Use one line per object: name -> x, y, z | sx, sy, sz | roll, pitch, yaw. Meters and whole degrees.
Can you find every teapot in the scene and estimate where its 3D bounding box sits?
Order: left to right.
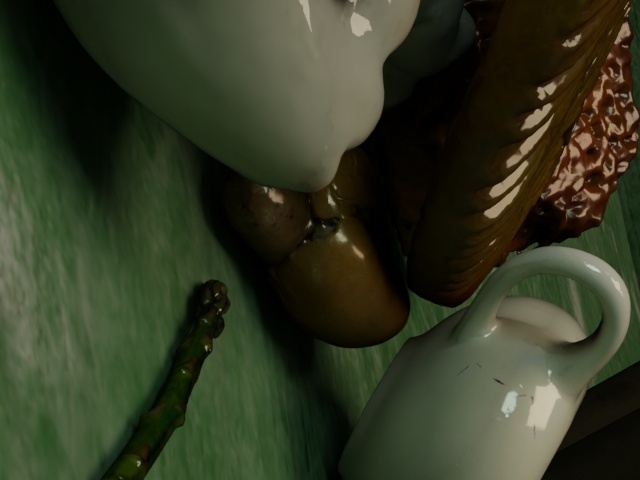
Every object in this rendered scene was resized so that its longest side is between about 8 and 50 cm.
teapot -> 0.065, 0.083, 0.736 | 0.145, 0.092, 0.226 | -57, 170, -46

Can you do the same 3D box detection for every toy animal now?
toy animal -> -0.002, -0.163, 0.654 | 0.357, 0.193, 0.258 | -49, 134, -64

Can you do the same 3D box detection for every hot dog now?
hot dog -> 0.001, 0.002, 0.726 | 0.140, 0.060, 0.090 | 49, 27, -81

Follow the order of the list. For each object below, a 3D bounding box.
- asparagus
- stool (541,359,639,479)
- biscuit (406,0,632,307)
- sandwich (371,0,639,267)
asparagus -> -0.046, 0.046, 0.573 | 0.016, 0.016, 0.163 | 52, 20, -12
stool -> 0.166, 0.168, 0.942 | 0.272, 0.178, 0.272 | -16, 90, -75
biscuit -> 0.119, -0.113, 0.751 | 0.318, 0.040, 0.318 | -63, 172, -15
sandwich -> 0.078, -0.123, 0.980 | 0.250, 0.162, 0.301 | -3, 95, -45
